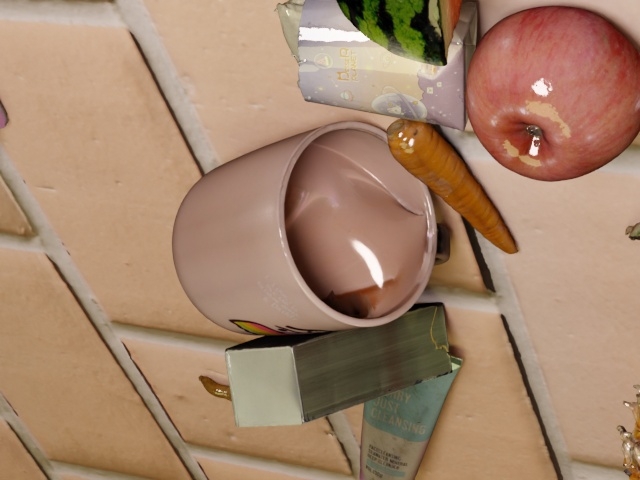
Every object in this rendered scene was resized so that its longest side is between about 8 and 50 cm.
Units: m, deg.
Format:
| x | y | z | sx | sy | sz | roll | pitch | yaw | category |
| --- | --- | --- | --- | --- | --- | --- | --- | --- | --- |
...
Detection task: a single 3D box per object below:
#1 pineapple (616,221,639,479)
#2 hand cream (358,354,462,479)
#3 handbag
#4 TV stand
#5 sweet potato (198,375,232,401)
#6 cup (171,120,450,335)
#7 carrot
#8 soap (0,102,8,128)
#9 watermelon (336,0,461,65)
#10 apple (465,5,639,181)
| x | y | z | sx | sy | sz | roll | pitch | yaw | category |
| --- | --- | --- | --- | --- | --- | --- | --- | --- | --- |
| 0.374 | 0.087 | 1.636 | 0.262 | 0.262 | 0.272 | 3 | 120 | 31 | pineapple |
| 0.092 | 0.209 | 2.107 | 0.111 | 0.070 | 0.312 | 21 | 145 | 12 | hand cream |
| 0.048 | -0.163 | 1.564 | 0.173 | 0.095 | 0.117 | 9 | 140 | 10 | handbag |
| 0.024 | 0.121 | 1.847 | 0.088 | 0.269 | 0.083 | -7 | 92 | 36 | TV stand |
| -0.101 | 0.191 | 2.248 | 0.115 | 0.026 | 0.026 | 14 | 147 | 14 | sweet potato |
| 0.000 | 0.000 | 1.772 | 0.252 | 0.192 | 0.200 | 5 | 169 | -38 | cup |
| 0.132 | -0.046 | 1.724 | 0.048 | 0.048 | 0.216 | -7 | 142 | 40 | carrot |
| -0.412 | -0.177 | 1.874 | 0.122 | 0.065 | 0.203 | 10 | 146 | 22 | soap |
| 0.059 | -0.224 | 1.410 | 0.137 | 0.145 | 0.193 | 29 | 149 | -17 | watermelon |
| 0.190 | -0.118 | 1.497 | 0.153 | 0.120 | 0.153 | 18 | 148 | 12 | apple |
